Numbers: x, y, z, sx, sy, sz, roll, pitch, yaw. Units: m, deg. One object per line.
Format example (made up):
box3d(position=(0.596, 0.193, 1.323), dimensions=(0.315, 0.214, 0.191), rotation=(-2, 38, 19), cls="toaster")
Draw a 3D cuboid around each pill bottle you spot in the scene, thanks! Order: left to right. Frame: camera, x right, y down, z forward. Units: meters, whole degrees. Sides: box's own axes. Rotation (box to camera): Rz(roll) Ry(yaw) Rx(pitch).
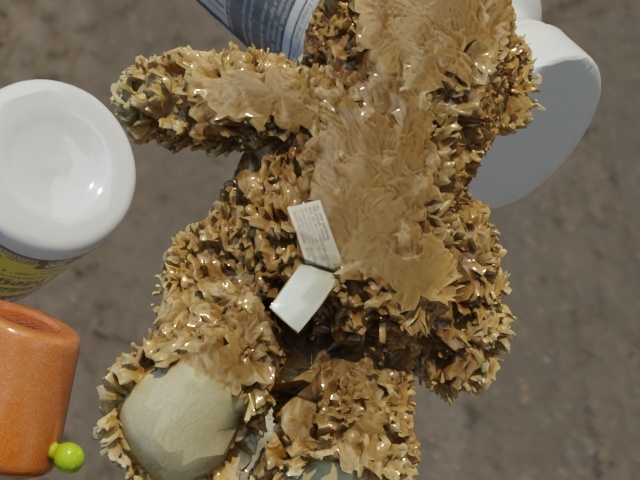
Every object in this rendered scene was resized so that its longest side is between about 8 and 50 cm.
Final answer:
box3d(position=(-0.339, -0.035, 2.018), dimensions=(0.334, 0.188, 0.188), rotation=(-30, 42, 60), cls="pill bottle")
box3d(position=(0.045, -0.166, 1.353), dimensions=(0.318, 0.176, 0.176), rotation=(44, 104, 31), cls="pill bottle")

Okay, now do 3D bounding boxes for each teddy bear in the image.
box3d(position=(0.000, 0.000, 0.957), dimensions=(0.113, 0.245, 0.338), rotation=(147, 130, -63), cls="teddy bear")

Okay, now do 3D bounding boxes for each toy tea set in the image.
box3d(position=(-0.290, 0.065, 1.195), dimensions=(0.336, 0.200, 0.124), rotation=(30, 102, 53), cls="toy tea set")

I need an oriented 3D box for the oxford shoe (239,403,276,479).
box3d(position=(-0.048, 0.195, 2.122), dimensions=(0.130, 0.123, 0.348), rotation=(-47, 7, 18), cls="oxford shoe")
